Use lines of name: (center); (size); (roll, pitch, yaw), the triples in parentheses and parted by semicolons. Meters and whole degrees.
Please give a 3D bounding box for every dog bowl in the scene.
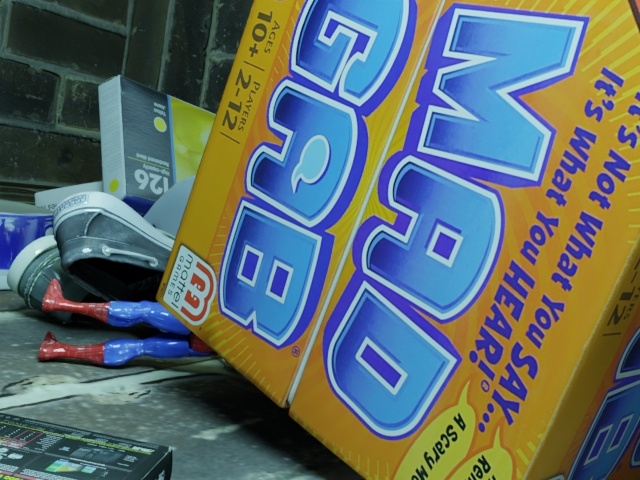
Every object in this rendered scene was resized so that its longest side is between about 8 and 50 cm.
dog bowl: (-0.516, -0.006, 1.098); (0.265, 0.104, 0.265); (9, 5, -1)

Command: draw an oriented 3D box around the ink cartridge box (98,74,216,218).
ink cartridge box: (-0.250, -0.104, 1.378); (0.072, 0.307, 0.304); (-21, -21, 32)

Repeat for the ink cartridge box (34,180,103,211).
ink cartridge box: (-0.374, -0.038, 1.432); (0.207, 0.119, 0.353); (-6, -3, 28)

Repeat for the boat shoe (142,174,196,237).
boat shoe: (-0.222, -0.016, 1.206); (0.258, 0.095, 0.084); (-32, -23, 25)

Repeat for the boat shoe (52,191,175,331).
boat shoe: (-0.177, 0.056, 0.888); (0.108, 0.102, 0.301); (-31, -40, 14)

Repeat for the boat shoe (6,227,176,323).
boat shoe: (-0.256, 0.054, 1.008); (0.099, 0.116, 0.319); (35, 13, 19)

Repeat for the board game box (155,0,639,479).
board game box: (0.148, -0.027, 0.652); (0.356, 0.356, 0.357); (31, 17, 38)

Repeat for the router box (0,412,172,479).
router box: (-0.156, 0.137, 0.436); (0.123, 0.038, 0.092); (9, 4, 7)

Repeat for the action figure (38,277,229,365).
action figure: (-0.132, 0.080, 0.808); (0.281, 0.091, 0.139); (9, 20, -10)
